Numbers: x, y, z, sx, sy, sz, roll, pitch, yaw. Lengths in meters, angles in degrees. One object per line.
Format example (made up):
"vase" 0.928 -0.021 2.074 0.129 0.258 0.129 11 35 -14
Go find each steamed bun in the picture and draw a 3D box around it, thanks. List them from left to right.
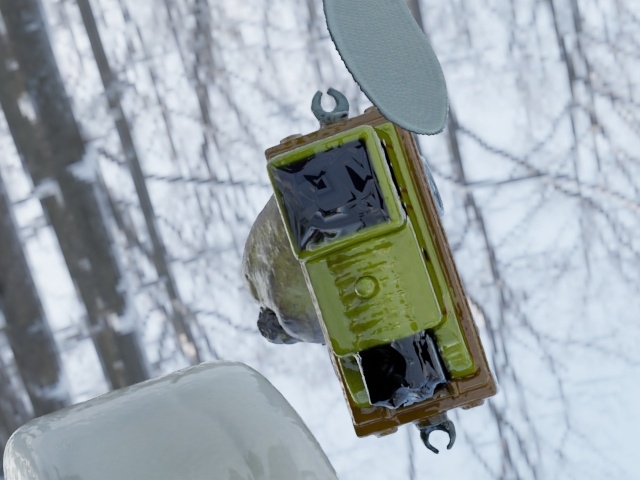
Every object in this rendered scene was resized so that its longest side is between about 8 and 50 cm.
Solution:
"steamed bun" -0.057 0.168 0.817 0.146 0.164 0.242 -18 -130 -21

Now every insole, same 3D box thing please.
"insole" 0.023 -0.101 0.706 0.053 0.002 0.153 11 -135 -25

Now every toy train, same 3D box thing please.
"toy train" 0.030 0.016 0.928 0.089 0.219 0.127 -18 175 11

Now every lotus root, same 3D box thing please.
"lotus root" 0.000 0.000 1.222 0.108 0.191 0.094 27 -130 9
